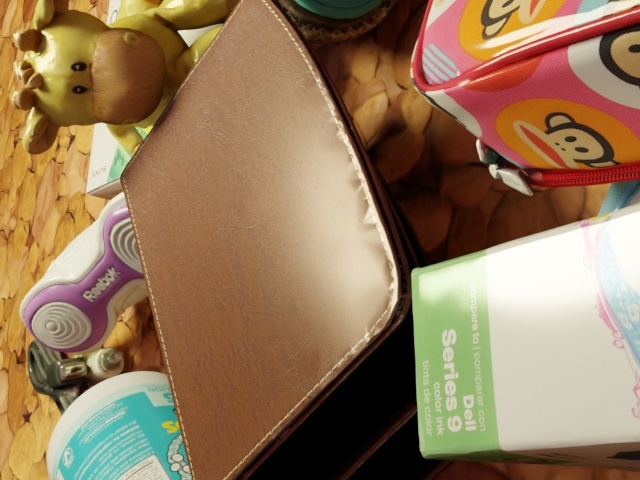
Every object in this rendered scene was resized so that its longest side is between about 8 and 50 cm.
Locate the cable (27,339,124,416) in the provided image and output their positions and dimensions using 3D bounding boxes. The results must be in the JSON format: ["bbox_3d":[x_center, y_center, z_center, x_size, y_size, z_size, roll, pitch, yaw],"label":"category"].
[{"bbox_3d":[-0.288,0.169,1.059,0.287,0.072,0.139,-20,80,63],"label":"cable"}]

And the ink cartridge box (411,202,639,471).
[{"bbox_3d":[0.164,0.042,0.360,0.212,0.154,0.093,-23,61,49],"label":"ink cartridge box"}]

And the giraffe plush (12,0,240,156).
[{"bbox_3d":[-0.158,-0.143,0.721,0.210,0.170,0.181,-12,95,25],"label":"giraffe plush"}]

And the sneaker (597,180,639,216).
[{"bbox_3d":[0.183,-0.049,0.458,0.162,0.063,0.073,-59,28,9],"label":"sneaker"}]

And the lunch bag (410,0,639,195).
[{"bbox_3d":[0.157,-0.167,0.411,0.258,0.120,0.293,-8,54,52],"label":"lunch bag"}]

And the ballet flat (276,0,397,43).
[{"bbox_3d":[0.051,-0.389,0.674,0.182,0.164,0.482,-123,51,-68],"label":"ballet flat"}]

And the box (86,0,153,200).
[{"bbox_3d":[-0.174,-0.218,0.995,0.232,0.059,0.321,-13,70,51],"label":"box"}]

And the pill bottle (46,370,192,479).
[{"bbox_3d":[-0.109,0.222,0.691,0.264,0.146,0.146,37,110,52],"label":"pill bottle"}]

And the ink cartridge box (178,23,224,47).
[{"bbox_3d":[-0.108,-0.231,0.850,0.171,0.056,0.235,-1,76,25],"label":"ink cartridge box"}]

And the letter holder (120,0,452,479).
[{"bbox_3d":[0.000,0.000,0.609,0.214,0.152,0.301,-51,43,29],"label":"letter holder"}]

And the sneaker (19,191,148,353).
[{"bbox_3d":[-0.174,-0.008,0.879,0.305,0.114,0.152,-30,24,29],"label":"sneaker"}]
